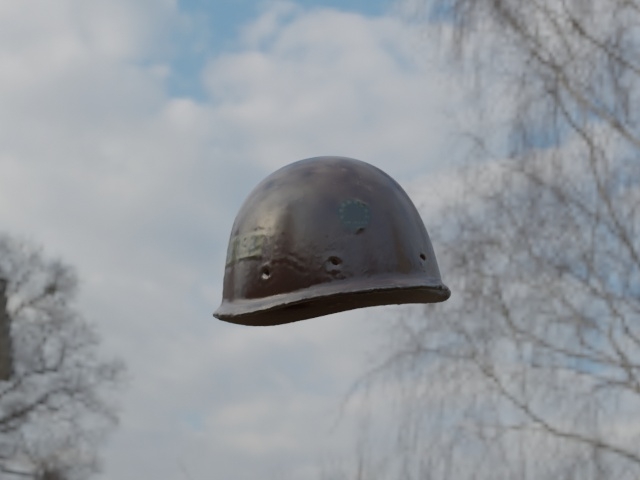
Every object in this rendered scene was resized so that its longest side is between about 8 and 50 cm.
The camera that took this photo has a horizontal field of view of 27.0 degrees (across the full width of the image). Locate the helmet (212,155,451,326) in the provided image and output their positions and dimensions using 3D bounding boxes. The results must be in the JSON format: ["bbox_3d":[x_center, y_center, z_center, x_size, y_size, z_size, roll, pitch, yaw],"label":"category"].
[{"bbox_3d":[0.000,0.000,0.894,0.155,0.106,0.175,-3,-11,-21],"label":"helmet"}]
